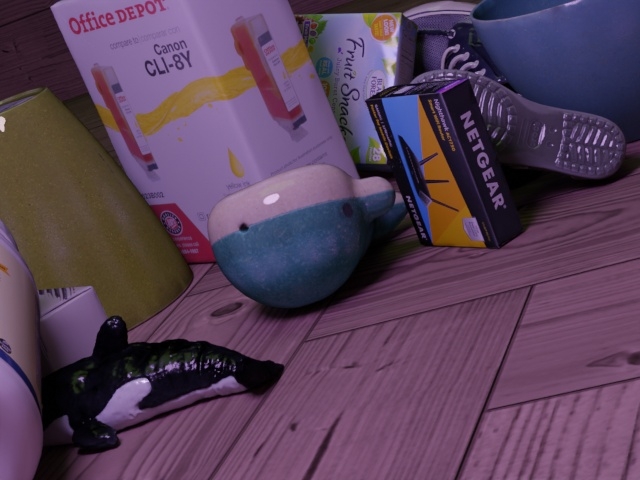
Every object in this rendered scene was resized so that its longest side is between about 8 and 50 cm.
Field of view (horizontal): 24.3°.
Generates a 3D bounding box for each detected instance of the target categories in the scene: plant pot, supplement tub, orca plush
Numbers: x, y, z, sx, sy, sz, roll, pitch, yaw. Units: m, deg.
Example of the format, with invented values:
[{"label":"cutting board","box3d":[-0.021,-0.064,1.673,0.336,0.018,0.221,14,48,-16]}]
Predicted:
[{"label":"plant pot","box3d":[-0.342,-0.034,1.866,0.275,0.293,0.275,-20,15,6]},{"label":"plant pot","box3d":[0.345,-0.226,1.745,0.290,0.195,0.290,-21,15,6]},{"label":"supplement tub","box3d":[-0.386,0.111,1.424,0.235,0.235,0.325,-22,32,2]},{"label":"orca plush","box3d":[-0.188,0.127,1.472,0.287,0.102,0.151,-11,19,35]}]

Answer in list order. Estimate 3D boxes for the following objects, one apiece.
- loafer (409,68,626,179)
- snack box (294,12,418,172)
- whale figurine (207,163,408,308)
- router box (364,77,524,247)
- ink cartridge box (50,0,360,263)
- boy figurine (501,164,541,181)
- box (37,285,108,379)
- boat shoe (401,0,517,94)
[{"label":"loafer","box3d":[0.212,-0.118,1.652,0.251,0.094,0.087,20,-5,10]},{"label":"snack box","box3d":[0.032,-0.199,2.002,0.174,0.207,0.070,4,-6,25]},{"label":"whale figurine","box3d":[0.000,0.000,1.648,0.216,0.141,0.272,-22,-10,31]},{"label":"router box","box3d":[0.131,-0.081,1.586,0.046,0.179,0.133,-32,18,-30]},{"label":"ink cartridge box","box3d":[-0.144,-0.175,1.895,0.160,0.384,0.279,-34,19,-36]},{"label":"boy figurine","box3d":[0.186,-0.128,1.841,0.177,0.092,0.285,-27,19,-5]},{"label":"box","box3d":[-0.351,0.124,1.699,0.275,0.113,0.094,-4,22,45]},{"label":"boat shoe","box3d":[0.207,-0.230,1.977,0.340,0.127,0.158,5,35,30]}]
